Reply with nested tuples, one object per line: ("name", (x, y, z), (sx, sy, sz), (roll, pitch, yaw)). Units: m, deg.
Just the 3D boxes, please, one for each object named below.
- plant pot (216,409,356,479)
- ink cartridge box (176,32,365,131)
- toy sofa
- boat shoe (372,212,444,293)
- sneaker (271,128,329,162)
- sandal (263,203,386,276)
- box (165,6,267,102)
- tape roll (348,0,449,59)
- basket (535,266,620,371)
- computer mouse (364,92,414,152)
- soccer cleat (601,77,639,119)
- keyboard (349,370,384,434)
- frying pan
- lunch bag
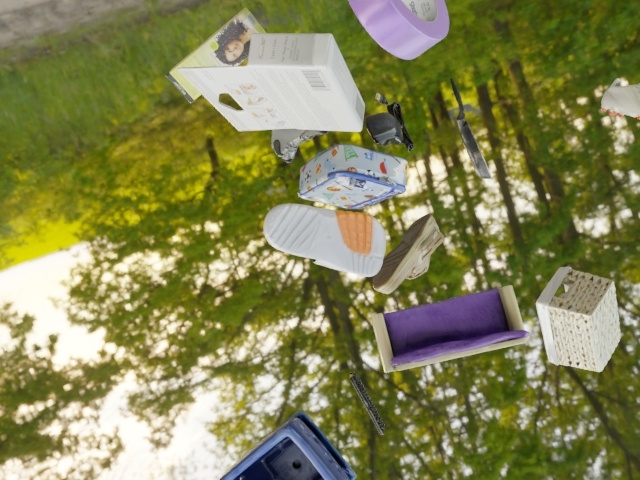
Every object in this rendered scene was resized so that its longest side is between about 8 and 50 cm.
("plant pot", (-0.063, 0.528, 1.470), (0.236, 0.236, 0.212), (-40, 178, 9))
("ink cartridge box", (-0.074, -0.276, 1.207), (0.261, 0.066, 0.296), (4, 170, 15))
("toy sofa", (0.319, 0.220, 1.664), (0.363, 0.150, 0.177), (-12, 168, -5))
("boat shoe", (0.272, 0.054, 1.954), (0.122, 0.110, 0.341), (-26, -162, 50))
("sneaker", (-0.062, -0.293, 1.989), (0.229, 0.132, 0.086), (13, -173, 43))
("sandal", (0.002, -0.011, 1.088), (0.265, 0.101, 0.076), (17, 176, -40))
("box", (-0.231, -0.412, 1.493), (0.232, 0.087, 0.058), (-33, -155, 22))
("tape roll", (0.174, -0.554, 1.519), (0.090, 0.274, 0.275), (-28, 180, 39))
("basket", (0.481, 0.149, 1.235), (0.103, 0.167, 0.113), (13, -132, 43))
("computer mouse", (0.199, -0.357, 1.928), (0.060, 0.184, 0.262), (-28, 166, 29))
("soccer cleat", (0.636, -0.268, 1.298), (0.068, 0.076, 0.196), (11, -165, -36))
("keyboard", (0.133, 0.453, 1.879), (0.023, 0.180, 0.108), (-28, 178, 2))
("frying pan", (0.444, -0.326, 2.016), (0.053, 0.326, 0.197), (-24, -168, 14))
("lunch bag", (0.093, -0.167, 1.844), (0.243, 0.114, 0.303), (13, 167, -27))
